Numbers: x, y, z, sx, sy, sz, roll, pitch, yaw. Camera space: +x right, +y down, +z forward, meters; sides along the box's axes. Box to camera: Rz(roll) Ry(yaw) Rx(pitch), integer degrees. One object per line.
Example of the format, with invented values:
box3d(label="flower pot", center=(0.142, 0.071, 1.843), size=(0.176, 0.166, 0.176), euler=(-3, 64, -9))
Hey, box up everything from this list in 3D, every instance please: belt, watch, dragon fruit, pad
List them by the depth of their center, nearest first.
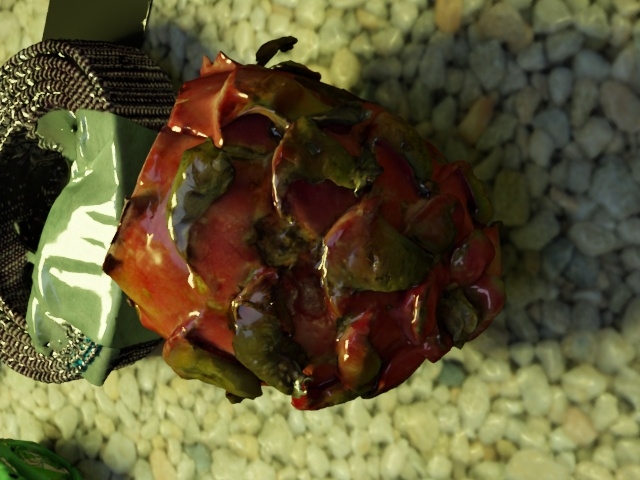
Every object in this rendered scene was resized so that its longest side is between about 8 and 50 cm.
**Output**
box3d(label="dragon fruit", center=(0.000, 0.000, 1.038), size=(0.291, 0.269, 0.250), euler=(19, 104, -5))
box3d(label="belt", center=(-0.229, -0.027, 1.269), size=(0.260, 0.122, 0.325), euler=(30, 112, 35))
box3d(label="pad", center=(-0.210, -0.221, 1.291), size=(0.127, 0.004, 0.190), euler=(28, 114, 29))
box3d(label="watch", center=(-0.323, 0.277, 1.364), size=(0.131, 0.165, 0.152), euler=(32, 98, 40))
